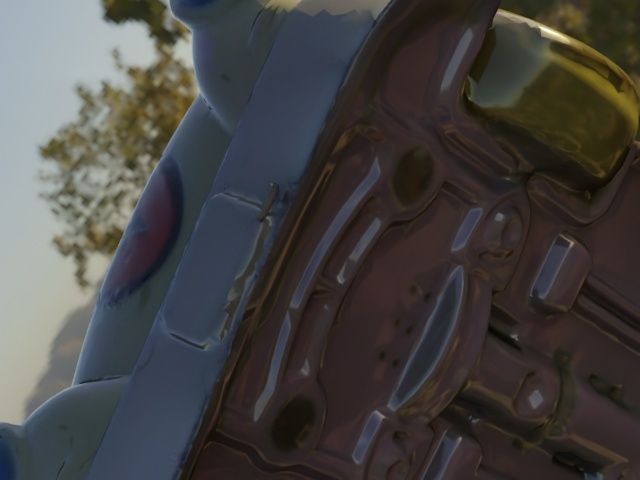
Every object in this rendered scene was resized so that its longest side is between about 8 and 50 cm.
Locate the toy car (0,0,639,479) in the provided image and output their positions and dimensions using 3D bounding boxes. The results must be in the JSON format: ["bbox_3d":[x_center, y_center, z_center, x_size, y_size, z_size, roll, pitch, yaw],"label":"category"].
[{"bbox_3d":[0.028,0.042,0.601,0.226,0.336,0.242,20,86,46],"label":"toy car"}]
